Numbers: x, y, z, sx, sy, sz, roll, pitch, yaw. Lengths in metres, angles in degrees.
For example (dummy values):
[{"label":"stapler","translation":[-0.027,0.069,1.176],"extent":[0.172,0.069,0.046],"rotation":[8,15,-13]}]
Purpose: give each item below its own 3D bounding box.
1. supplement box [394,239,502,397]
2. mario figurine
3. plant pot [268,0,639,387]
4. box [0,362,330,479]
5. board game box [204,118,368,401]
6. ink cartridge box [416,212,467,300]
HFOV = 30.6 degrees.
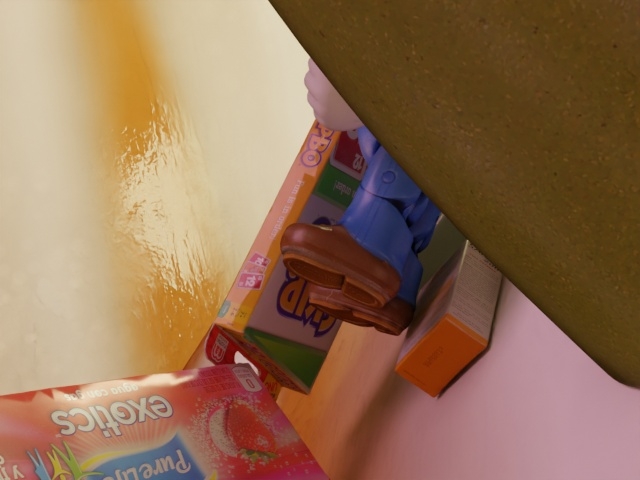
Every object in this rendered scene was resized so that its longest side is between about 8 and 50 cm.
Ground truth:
[{"label":"supplement box","translation":[0.091,0.053,0.810],"extent":[0.062,0.036,0.098],"rotation":[-51,8,35]},{"label":"mario figurine","translation":[0.057,-0.103,0.847],"extent":[0.320,0.170,0.198],"rotation":[-63,14,-17]},{"label":"plant pot","translation":[0.102,-0.129,0.533],"extent":[0.275,0.293,0.275],"rotation":[-53,7,9]},{"label":"box","translation":[-0.146,0.190,0.741],"extent":[0.300,0.142,0.154],"rotation":[0,-44,-52]},{"label":"board game box","translation":[0.000,0.000,0.912],"extent":[0.259,0.039,0.124],"rotation":[-62,-34,-16]},{"label":"ink cartridge box","translation":[0.095,-0.042,1.010],"extent":[0.171,0.056,0.235],"rotation":[-54,16,8]}]
